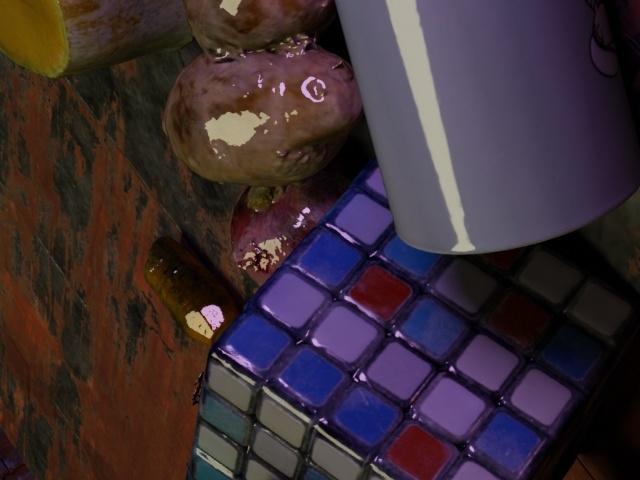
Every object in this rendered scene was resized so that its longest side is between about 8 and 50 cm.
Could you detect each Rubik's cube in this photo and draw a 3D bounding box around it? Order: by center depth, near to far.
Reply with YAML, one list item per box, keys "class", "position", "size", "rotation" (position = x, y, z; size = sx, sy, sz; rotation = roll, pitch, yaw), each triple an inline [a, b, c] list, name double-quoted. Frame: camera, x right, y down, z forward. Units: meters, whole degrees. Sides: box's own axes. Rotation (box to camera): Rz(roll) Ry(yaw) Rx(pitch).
- class: "Rubik's cube"
  position: [0.078, 0.151, 1.617]
  size: [0.293, 0.287, 0.292]
  rotation: [32, 148, 15]

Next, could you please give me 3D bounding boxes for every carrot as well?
- class: "carrot"
  position: [-0.170, 0.071, 2.358]
  size: [0.173, 0.082, 0.082]
  rotation: [42, 149, 31]

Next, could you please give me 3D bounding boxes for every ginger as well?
- class: "ginger"
  position: [-0.061, -0.201, 1.752]
  size: [0.244, 0.155, 0.304]
  rotation: [8, 101, 55]

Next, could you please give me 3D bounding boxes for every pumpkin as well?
- class: "pumpkin"
  position: [-0.308, -0.334, 2.067]
  size: [0.332, 0.199, 0.332]
  rotation: [48, 155, 31]

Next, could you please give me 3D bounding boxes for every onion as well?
- class: "onion"
  position: [0.000, 0.000, 1.888]
  size: [0.195, 0.159, 0.159]
  rotation: [38, 171, -35]

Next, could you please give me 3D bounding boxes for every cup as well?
- class: "cup"
  position: [0.119, -0.166, 1.386]
  size: [0.205, 0.205, 0.312]
  rotation: [20, 132, 56]
